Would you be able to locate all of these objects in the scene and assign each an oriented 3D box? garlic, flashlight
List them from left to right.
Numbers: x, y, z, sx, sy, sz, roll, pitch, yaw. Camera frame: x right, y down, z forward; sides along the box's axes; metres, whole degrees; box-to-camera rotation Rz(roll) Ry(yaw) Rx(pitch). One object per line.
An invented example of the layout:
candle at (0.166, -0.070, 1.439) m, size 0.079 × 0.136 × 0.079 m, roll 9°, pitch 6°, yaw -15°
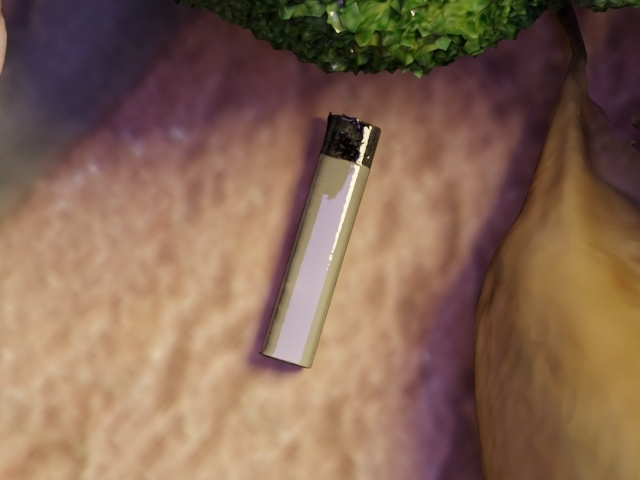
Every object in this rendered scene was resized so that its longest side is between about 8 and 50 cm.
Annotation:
flashlight at (0.000, 0.000, 0.571) m, size 0.018 × 0.018 × 0.083 m, roll 16°, pitch 85°, yaw -1°
garlic at (0.142, 0.089, 0.536) m, size 0.338 × 0.151 × 0.196 m, roll 41°, pitch 57°, yaw 7°

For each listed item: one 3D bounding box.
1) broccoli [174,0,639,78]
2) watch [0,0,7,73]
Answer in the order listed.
broccoli at (0.027, -0.181, 0.462) m, size 0.270 × 0.270 × 0.270 m, roll 21°, pitch 47°, yaw -25°
watch at (-0.208, -0.135, 0.510) m, size 0.231 × 0.196 × 0.244 m, roll -6°, pitch 86°, yaw 17°
